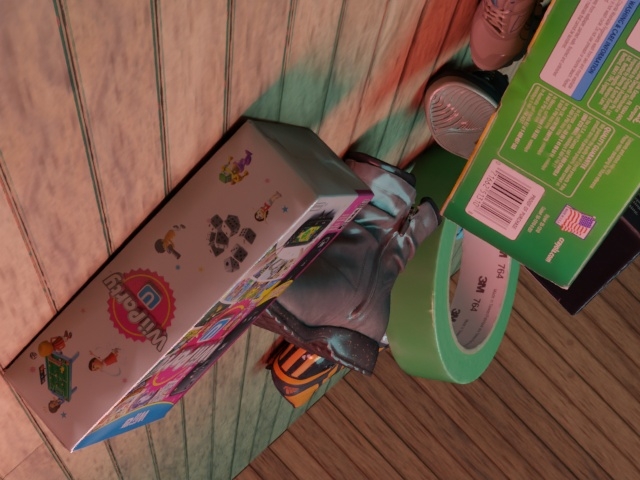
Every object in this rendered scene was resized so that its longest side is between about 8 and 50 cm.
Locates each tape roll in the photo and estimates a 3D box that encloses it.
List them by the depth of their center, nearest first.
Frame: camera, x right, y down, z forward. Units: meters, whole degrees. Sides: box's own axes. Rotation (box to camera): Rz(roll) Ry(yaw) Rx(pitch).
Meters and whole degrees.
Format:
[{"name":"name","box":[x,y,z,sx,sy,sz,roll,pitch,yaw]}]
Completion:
[{"name":"tape roll","box":[0.184,0.031,2.056,0.321,0.077,0.321,-28,123,-58]}]

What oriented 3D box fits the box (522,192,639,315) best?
[{"name":"box","box":[0.470,-0.103,2.608,0.395,0.293,0.212,-33,166,-50]}]

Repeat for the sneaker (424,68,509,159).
[{"name":"sneaker","box":[0.171,-0.163,1.755,0.083,0.118,0.222,-27,148,19]}]

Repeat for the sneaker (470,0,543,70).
[{"name":"sneaker","box":[0.183,-0.239,1.480,0.083,0.071,0.191,-28,154,-41]}]

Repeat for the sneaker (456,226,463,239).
[{"name":"sneaker","box":[0.237,-0.053,2.259,0.366,0.150,0.135,-37,168,-37]}]

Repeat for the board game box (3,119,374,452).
[{"name":"board game box","box":[-0.107,0.036,1.332,0.303,0.097,0.224,-45,171,12]}]

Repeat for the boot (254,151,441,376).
[{"name":"boot","box":[0.000,0.000,1.606,0.338,0.118,0.223,33,79,-61]}]

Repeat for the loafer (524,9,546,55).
[{"name":"loafer","box":[0.300,-0.262,1.868,0.170,0.061,0.062,-38,168,-37]}]

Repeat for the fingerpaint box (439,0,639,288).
[{"name":"fingerpaint box","box":[0.320,-0.223,1.442,0.371,0.163,0.445,-55,173,-35]}]

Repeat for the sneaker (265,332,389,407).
[{"name":"sneaker","box":[0.015,0.172,2.483,0.180,0.124,0.321,-44,161,27]}]
